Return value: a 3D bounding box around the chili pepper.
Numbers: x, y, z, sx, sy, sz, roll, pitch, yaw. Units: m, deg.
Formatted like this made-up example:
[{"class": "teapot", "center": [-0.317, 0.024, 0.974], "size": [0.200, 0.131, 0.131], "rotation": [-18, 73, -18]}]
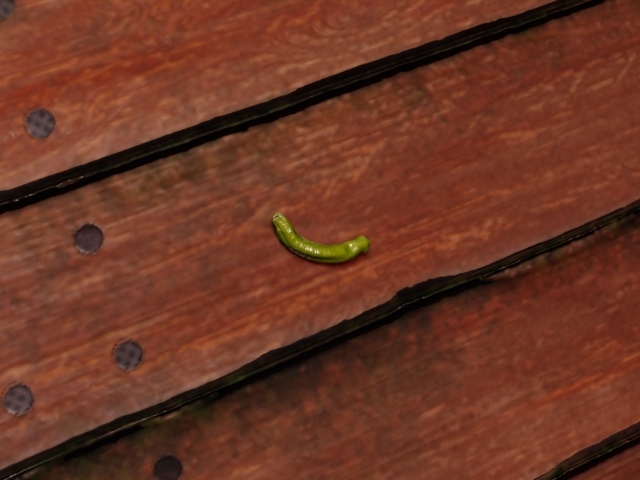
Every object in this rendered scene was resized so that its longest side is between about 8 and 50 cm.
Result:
[{"class": "chili pepper", "center": [-0.001, 0.000, 1.404], "size": [0.083, 0.017, 0.030], "rotation": [8, 82, -31]}]
